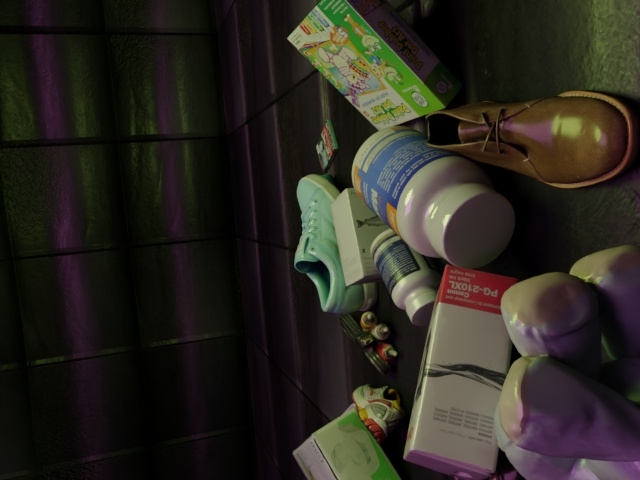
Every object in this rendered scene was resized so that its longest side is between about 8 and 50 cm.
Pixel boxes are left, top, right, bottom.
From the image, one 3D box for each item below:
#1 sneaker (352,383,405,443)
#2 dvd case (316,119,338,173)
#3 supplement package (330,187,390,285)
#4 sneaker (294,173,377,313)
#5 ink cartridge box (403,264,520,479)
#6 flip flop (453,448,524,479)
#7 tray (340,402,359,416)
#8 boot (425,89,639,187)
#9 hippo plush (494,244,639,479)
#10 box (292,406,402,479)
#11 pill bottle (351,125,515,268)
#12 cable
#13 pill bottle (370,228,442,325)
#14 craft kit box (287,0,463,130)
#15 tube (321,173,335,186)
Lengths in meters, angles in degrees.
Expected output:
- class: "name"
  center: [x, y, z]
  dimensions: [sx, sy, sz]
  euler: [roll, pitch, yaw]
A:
- class: "sneaker"
  center: [0.132, 0.357, 1.226]
  dimensions: [0.088, 0.092, 0.225]
  euler: [54, 178, -6]
- class: "dvd case"
  center: [0.016, -0.239, 1.468]
  dimensions: [0.119, 0.013, 0.087]
  euler: [121, 139, -60]
- class: "supplement package"
  center: [0.098, -0.009, 1.153]
  dimensions: [0.105, 0.105, 0.179]
  euler: [137, 124, -68]
- class: "sneaker"
  center: [0.000, 0.000, 1.315]
  dimensions: [0.366, 0.150, 0.135]
  euler: [64, 145, 26]
- class: "ink cartridge box"
  center: [0.182, 0.178, 0.750]
  dimensions: [0.172, 0.100, 0.237]
  euler: [78, -154, -65]
- class: "flip flop"
  center: [0.243, 0.263, 0.846]
  dimensions: [0.112, 0.080, 0.277]
  euler: [-37, 38, 30]
- class: "tray"
  center: [0.083, 0.530, 1.491]
  dimensions: [0.270, 0.030, 0.145]
  euler: [112, 148, -55]
- class: "boot"
  center: [0.235, -0.123, 0.692]
  dimensions: [0.305, 0.115, 0.112]
  euler: [-149, 57, -66]
- class: "hippo plush"
  center: [0.296, 0.160, 0.546]
  dimensions: [0.294, 0.234, 0.237]
  euler: [26, 154, 20]
- class: "box"
  center: [0.070, 0.535, 1.261]
  dimensions: [0.262, 0.126, 0.231]
  euler: [56, 152, 19]
- class: "pill bottle"
  center: [0.163, -0.067, 0.860]
  dimensions: [0.272, 0.152, 0.152]
  euler: [-127, 35, -58]
- class: "cable"
  center: [0.113, 0.223, 1.305]
  dimensions: [0.140, 0.072, 0.287]
  euler: [60, 174, 0]
- class: "pill bottle"
  center: [0.159, 0.063, 1.008]
  dimensions: [0.094, 0.094, 0.169]
  euler: [102, 155, -43]
- class: "craft kit box"
  center: [0.080, -0.302, 0.955]
  dimensions: [0.061, 0.246, 0.250]
  euler: [-54, 16, -10]
- class: "tube"
  center: [0.033, -0.062, 1.427]
  dimensions: [0.080, 0.052, 0.207]
  euler: [124, 131, -70]
